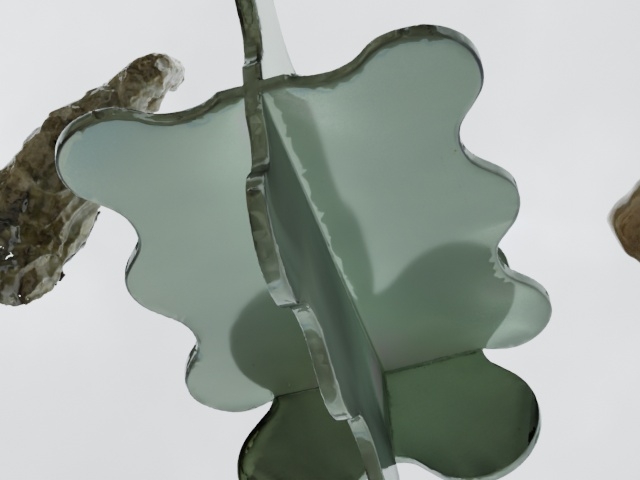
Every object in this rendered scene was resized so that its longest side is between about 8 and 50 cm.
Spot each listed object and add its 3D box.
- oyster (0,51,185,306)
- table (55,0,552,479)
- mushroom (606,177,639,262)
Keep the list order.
[{"bbox_3d":[-0.171,-0.048,1.123,0.061,0.106,0.200,115,-3,-73],"label":"oyster"},{"bbox_3d":[0.000,0.000,0.698,0.166,0.198,0.166,-10,-130,12],"label":"table"},{"bbox_3d":[0.304,-0.077,1.235,0.209,0.206,0.206,-15,-110,33],"label":"mushroom"}]
